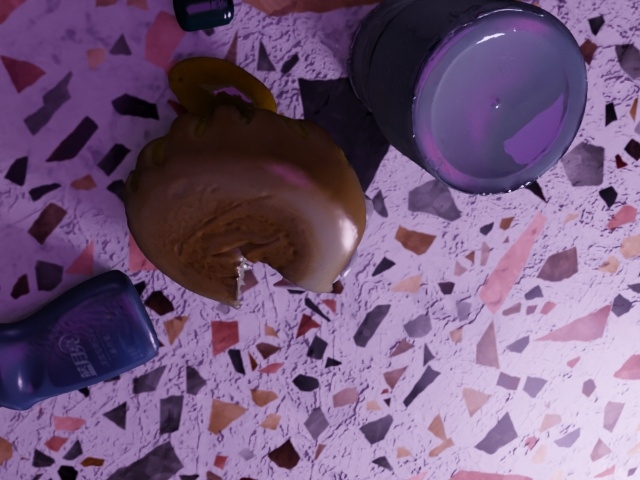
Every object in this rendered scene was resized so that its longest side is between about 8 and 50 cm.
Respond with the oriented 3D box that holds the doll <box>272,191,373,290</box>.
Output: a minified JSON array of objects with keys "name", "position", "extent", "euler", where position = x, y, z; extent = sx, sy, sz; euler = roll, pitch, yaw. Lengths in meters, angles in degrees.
[{"name":"doll","position":[0.004,-0.005,1.381],"extent":[0.110,0.107,0.180],"euler":[2,109,-57]}]

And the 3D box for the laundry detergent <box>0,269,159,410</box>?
[{"name":"laundry detergent","position":[-0.379,0.159,1.324],"extent":[0.290,0.094,0.143],"euler":[-26,121,-8]}]

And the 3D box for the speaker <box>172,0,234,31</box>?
[{"name":"speaker","position":[-0.158,-0.323,1.236],"extent":[0.075,0.060,0.094],"euler":[-13,79,-13]}]

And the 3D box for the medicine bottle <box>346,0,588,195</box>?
[{"name":"medicine bottle","position":[0.174,-0.215,1.254],"extent":[0.245,0.290,0.245],"euler":[-8,114,-17]}]

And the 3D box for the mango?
[{"name":"mango","position":[-0.132,-0.190,1.282],"extent":[0.161,0.076,0.103],"euler":[34,104,-18]}]

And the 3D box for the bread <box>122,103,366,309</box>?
[{"name":"bread","position":[-0.100,-0.054,1.244],"extent":[0.333,0.160,0.333],"euler":[8,138,8]}]
